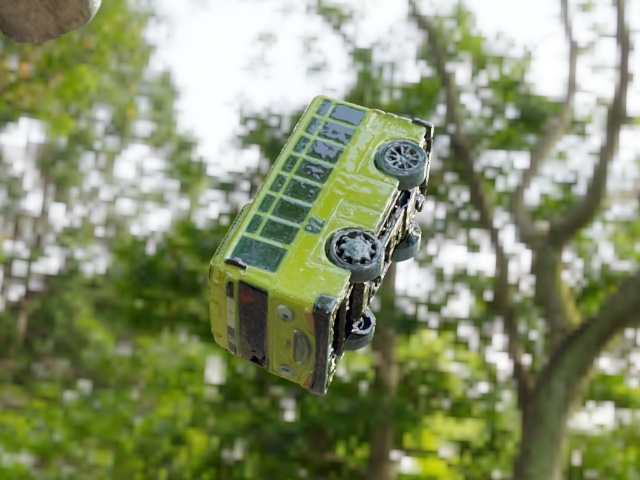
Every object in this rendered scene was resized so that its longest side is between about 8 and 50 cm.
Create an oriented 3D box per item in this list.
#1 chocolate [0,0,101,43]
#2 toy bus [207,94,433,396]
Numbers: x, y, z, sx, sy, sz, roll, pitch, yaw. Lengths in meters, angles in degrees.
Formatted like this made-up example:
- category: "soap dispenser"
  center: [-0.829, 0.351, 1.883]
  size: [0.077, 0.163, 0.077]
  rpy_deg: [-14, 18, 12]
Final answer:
- category: "chocolate"
  center: [-0.338, -0.353, 2.082]
  size: [0.185, 0.100, 0.303]
  rpy_deg: [-11, -62, 47]
- category: "toy bus"
  center: [0.000, 0.000, 1.811]
  size: [0.150, 0.262, 0.128]
  rpy_deg: [18, -41, 13]
